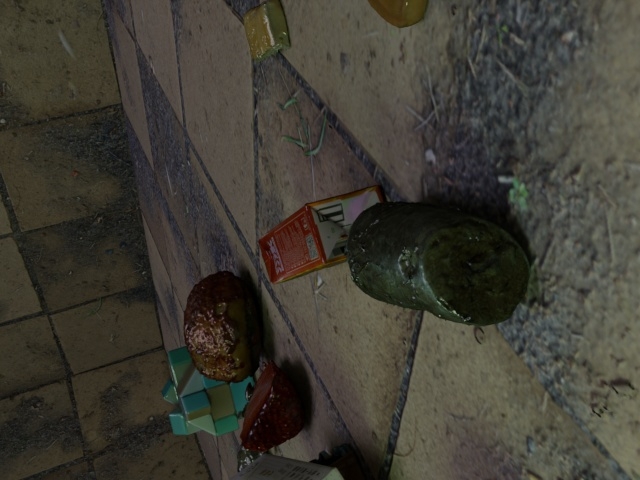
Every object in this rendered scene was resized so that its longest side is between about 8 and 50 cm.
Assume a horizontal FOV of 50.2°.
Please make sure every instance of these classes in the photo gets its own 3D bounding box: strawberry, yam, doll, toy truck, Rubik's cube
[{"bbox_3d":[-0.080,0.324,1.304,0.236,0.107,0.175,171,117,-77],"label":"strawberry"},{"bbox_3d":[0.092,0.016,0.600,0.183,0.107,0.107,12,116,66],"label":"yam"},{"bbox_3d":[-0.121,0.611,1.661,0.286,0.091,0.202,52,164,25],"label":"doll"},{"bbox_3d":[0.019,0.409,1.124,0.115,0.080,0.177,61,156,10],"label":"toy truck"},{"bbox_3d":[-0.287,0.358,1.703,0.265,0.213,0.224,-150,46,-66],"label":"Rubik's cube"}]

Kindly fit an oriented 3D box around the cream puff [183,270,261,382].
[{"bbox_3d":[-0.208,0.187,1.437,0.240,0.164,0.239,177,90,-68],"label":"cream puff"}]

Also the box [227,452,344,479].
[{"bbox_3d":[-0.016,0.439,1.023,0.210,0.095,0.330,58,156,0],"label":"box"}]

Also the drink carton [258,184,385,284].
[{"bbox_3d":[0.000,0.000,0.832,0.223,0.096,0.071,154,100,-70],"label":"drink carton"}]

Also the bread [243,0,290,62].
[{"bbox_3d":[-0.073,-0.281,0.911,0.083,0.035,0.070,-2,103,63],"label":"bread"}]

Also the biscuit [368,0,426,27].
[{"bbox_3d":[0.049,-0.293,0.580,0.142,0.029,0.220,-153,50,-64],"label":"biscuit"}]
